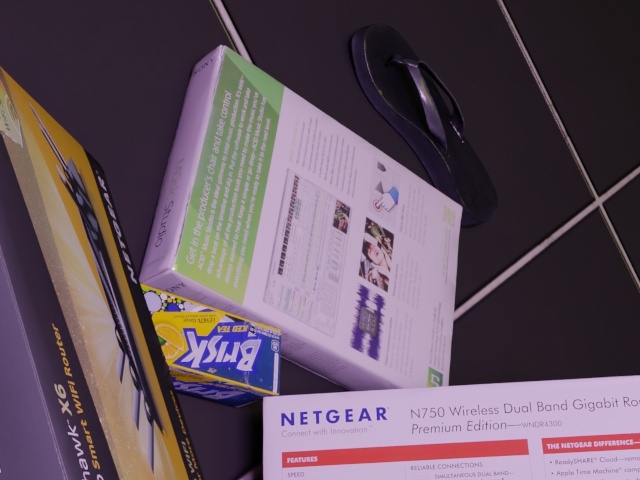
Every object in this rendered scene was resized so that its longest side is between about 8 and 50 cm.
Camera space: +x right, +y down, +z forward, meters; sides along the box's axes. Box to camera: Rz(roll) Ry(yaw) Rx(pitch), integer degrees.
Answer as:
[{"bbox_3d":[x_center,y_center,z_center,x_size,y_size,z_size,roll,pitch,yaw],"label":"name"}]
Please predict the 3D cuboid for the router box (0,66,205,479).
[{"bbox_3d":[-0.160,0.055,0.576,0.243,0.081,0.308,61,7,-71],"label":"router box"}]

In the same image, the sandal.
[{"bbox_3d":[0.127,-0.134,1.105,0.254,0.054,0.097,53,44,-13],"label":"sandal"}]

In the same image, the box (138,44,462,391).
[{"bbox_3d":[0.000,0.000,0.923,0.322,0.058,0.232,32,52,-33],"label":"box"}]

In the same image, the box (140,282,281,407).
[{"bbox_3d":[-0.110,0.080,0.777,0.169,0.054,0.059,22,58,-36],"label":"box"}]

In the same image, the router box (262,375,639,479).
[{"bbox_3d":[0.128,0.261,0.751,0.082,0.336,0.301,75,13,-67],"label":"router box"}]
